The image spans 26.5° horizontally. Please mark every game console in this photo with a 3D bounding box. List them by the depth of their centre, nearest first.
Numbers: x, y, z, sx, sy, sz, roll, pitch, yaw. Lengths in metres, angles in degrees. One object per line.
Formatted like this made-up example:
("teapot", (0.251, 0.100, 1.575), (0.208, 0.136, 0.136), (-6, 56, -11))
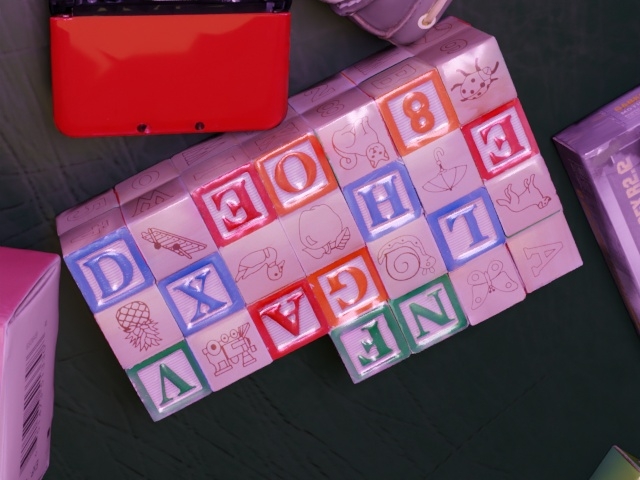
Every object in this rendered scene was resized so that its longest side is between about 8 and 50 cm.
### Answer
("game console", (-0.095, -0.139, 0.829), (0.144, 0.124, 0.085), (-3, 146, -14))

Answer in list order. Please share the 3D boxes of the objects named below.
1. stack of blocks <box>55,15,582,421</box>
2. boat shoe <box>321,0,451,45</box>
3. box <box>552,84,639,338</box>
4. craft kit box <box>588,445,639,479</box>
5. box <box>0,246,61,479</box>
("stack of blocks", (0.000, 0.000, 0.887), (0.297, 0.087, 0.171), (-27, 113, -5))
("boat shoe", (0.099, -0.261, 0.817), (0.091, 0.109, 0.305), (30, 97, -33))
("box", (0.294, -0.017, 0.975), (0.183, 0.056, 0.231), (-30, 113, -3))
("craft kit box", (0.263, 0.322, 1.086), (0.246, 0.061, 0.250), (30, 99, -24))
("box", (-0.279, 0.078, 0.786), (0.232, 0.127, 0.149), (7, 108, 1))
